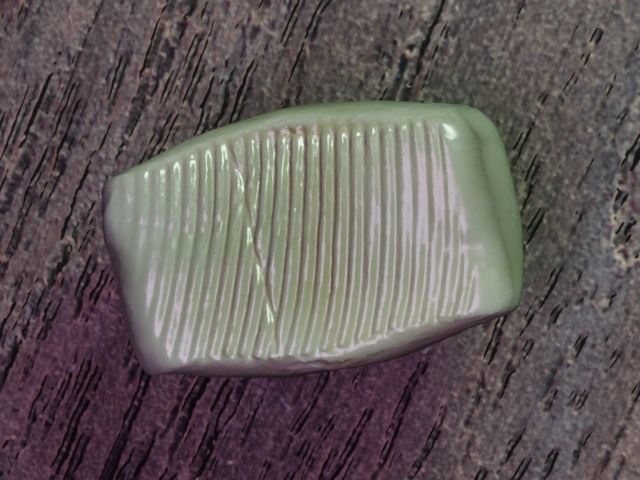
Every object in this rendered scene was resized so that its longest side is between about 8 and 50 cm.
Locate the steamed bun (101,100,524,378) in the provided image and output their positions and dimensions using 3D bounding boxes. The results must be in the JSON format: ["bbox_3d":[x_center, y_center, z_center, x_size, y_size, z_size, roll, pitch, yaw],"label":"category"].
[{"bbox_3d":[0.004,-0.001,1.800,0.383,0.236,0.247,-13,87,14],"label":"steamed bun"}]
